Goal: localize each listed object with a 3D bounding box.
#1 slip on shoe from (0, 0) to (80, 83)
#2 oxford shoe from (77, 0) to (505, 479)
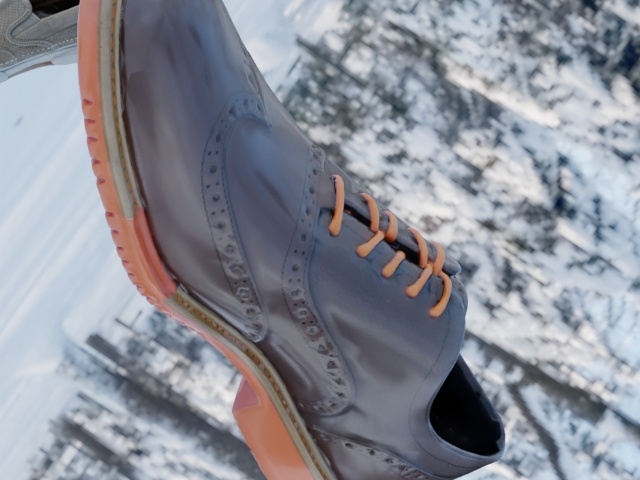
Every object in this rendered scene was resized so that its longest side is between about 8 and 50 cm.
[{"bbox_3d":[-0.160,-0.110,0.655,0.135,0.051,0.041,-15,132,-31],"label":"slip on shoe"},{"bbox_3d":[0.000,0.000,0.454,0.271,0.098,0.097,63,28,-45],"label":"oxford shoe"}]
